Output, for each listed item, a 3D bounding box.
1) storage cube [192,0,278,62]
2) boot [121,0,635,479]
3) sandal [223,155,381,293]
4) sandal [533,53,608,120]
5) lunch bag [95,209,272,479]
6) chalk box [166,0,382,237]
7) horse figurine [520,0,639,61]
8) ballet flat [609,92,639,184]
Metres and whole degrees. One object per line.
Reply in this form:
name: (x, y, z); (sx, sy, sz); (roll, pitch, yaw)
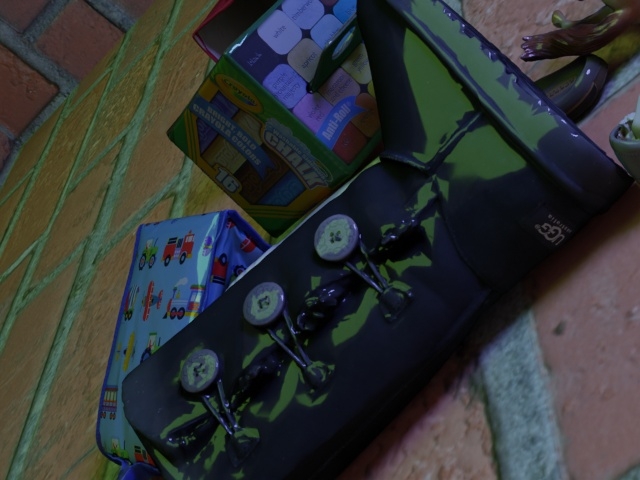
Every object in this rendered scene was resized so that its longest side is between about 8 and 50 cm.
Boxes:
storage cube: (-0.019, -0.297, 1.553); (0.183, 0.215, 0.193); (-34, 20, 39)
boot: (0.000, 0.001, 1.024); (0.445, 0.146, 0.367); (-48, 40, 14)
sandal: (0.015, 0.002, 1.173); (0.265, 0.076, 0.102); (-41, 1, -7)
sandal: (0.164, -0.111, 1.079); (0.219, 0.060, 0.090); (-33, 27, 38)
lunch bag: (-0.155, 0.130, 1.270); (0.221, 0.138, 0.293); (-6, 58, 58)
chalk box: (-0.011, -0.158, 1.247); (0.180, 0.179, 0.289); (-50, 7, -27)
horse figurine: (0.271, -0.267, 1.025); (0.174, 0.066, 0.263); (28, 97, 62)
ballet flat: (0.291, -0.133, 0.849); (0.213, 0.068, 0.072); (-51, 21, 0)
